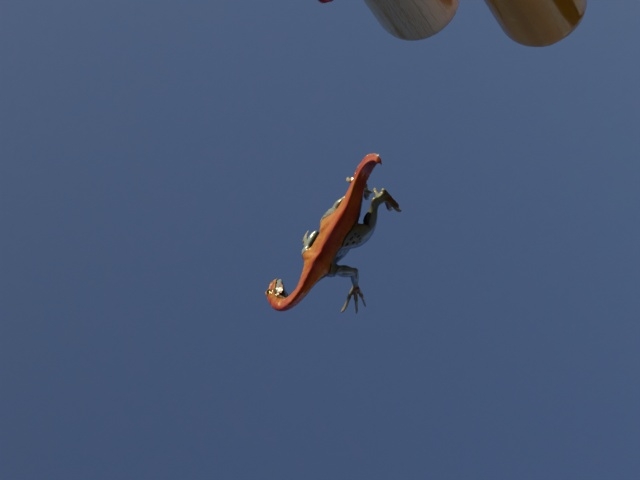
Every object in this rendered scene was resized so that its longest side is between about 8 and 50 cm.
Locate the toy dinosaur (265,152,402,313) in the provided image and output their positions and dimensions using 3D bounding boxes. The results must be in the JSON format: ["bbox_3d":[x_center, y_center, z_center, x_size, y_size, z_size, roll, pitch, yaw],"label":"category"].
[{"bbox_3d":[0.000,0.000,0.800,0.047,0.090,0.082,33,-111,32],"label":"toy dinosaur"}]

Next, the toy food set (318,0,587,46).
[{"bbox_3d":[0.016,-0.178,0.649,0.104,0.111,0.232,44,-160,-57],"label":"toy food set"}]
